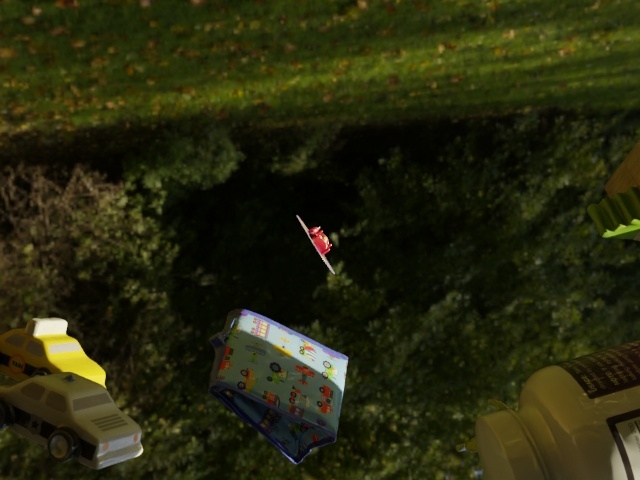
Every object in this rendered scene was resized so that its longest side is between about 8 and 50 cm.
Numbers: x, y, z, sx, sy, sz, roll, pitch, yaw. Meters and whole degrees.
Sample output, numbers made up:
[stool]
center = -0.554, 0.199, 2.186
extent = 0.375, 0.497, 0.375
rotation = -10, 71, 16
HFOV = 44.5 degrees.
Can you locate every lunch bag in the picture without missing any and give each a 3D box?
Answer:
[lunch bag]
center = -0.102, 0.275, 1.602
extent = 0.138, 0.293, 0.221
rotation = -40, -157, 33

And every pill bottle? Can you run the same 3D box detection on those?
[pill bottle]
center = 0.330, 0.193, 0.787
extent = 0.322, 0.182, 0.181
rotation = -15, 180, -5

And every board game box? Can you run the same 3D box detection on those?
[board game box]
center = 0.000, 0.000, 1.880
extent = 0.033, 0.169, 0.133
rotation = -33, 140, 2

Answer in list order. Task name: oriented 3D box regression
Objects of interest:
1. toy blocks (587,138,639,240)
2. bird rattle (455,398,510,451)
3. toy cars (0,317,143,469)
[toy blocks]
center = 0.555, -0.110, 0.963
extent = 0.381, 0.191, 0.261
rotation = 4, 138, -19
[bird rattle]
center = 0.386, 0.402, 1.454
extent = 0.253, 0.143, 0.207
rotation = 22, -154, -32
[toy cars]
center = -0.332, 0.164, 0.961
extent = 0.176, 0.087, 0.393
rotation = 13, -177, -28
